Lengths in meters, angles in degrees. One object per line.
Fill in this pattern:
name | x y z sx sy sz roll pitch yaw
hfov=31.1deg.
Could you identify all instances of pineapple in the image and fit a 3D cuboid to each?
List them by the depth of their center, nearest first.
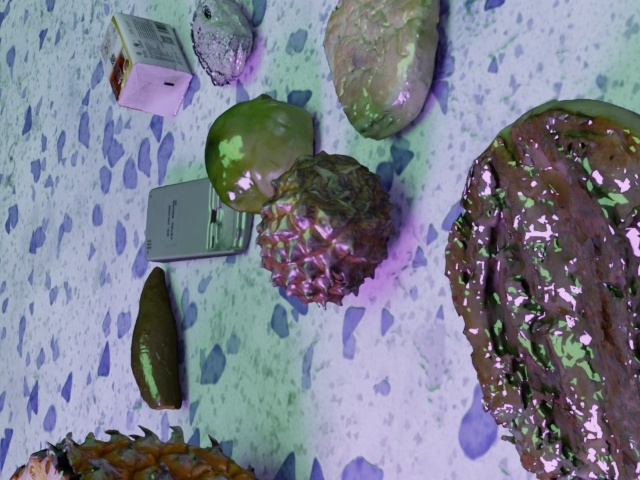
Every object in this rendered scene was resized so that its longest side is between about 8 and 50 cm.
pineapple | 0.000 0.000 1.318 0.193 0.166 0.166 112 149 -49
pineapple | -0.218 0.399 1.413 0.352 0.300 0.352 -21 64 53

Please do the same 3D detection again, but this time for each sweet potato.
sweet potato | -0.254 0.146 1.741 0.077 0.077 0.243 -42 51 45

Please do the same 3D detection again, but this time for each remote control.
remote control | -0.181 -0.031 1.711 0.285 0.038 0.123 -9 77 54

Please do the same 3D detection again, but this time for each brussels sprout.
brussels sprout | -0.087 -0.116 1.499 0.151 0.122 0.149 55 131 49

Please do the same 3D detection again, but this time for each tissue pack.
tissue pack | -0.286 -0.284 1.863 0.099 0.106 0.148 -59 38 32

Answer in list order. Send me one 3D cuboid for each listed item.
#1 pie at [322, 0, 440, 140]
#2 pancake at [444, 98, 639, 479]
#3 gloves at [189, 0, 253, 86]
pie | 0.073 -0.229 1.341 0.185 0.052 0.218 -54 40 39
pancake | 0.218 0.072 0.929 0.382 0.071 0.382 48 147 48
gloves | -0.148 -0.289 1.683 0.114 0.070 0.153 -57 42 33
